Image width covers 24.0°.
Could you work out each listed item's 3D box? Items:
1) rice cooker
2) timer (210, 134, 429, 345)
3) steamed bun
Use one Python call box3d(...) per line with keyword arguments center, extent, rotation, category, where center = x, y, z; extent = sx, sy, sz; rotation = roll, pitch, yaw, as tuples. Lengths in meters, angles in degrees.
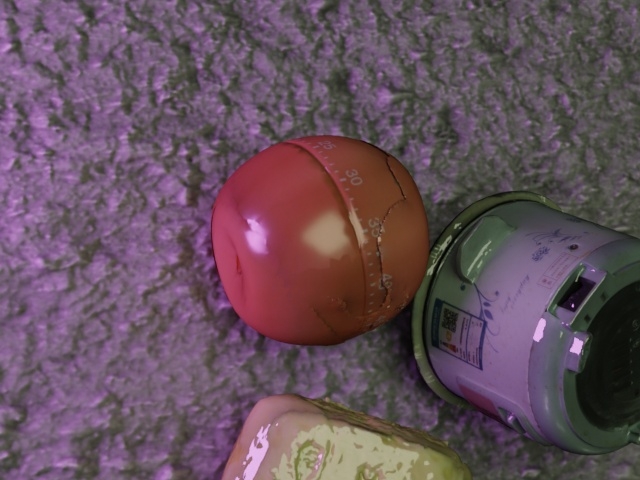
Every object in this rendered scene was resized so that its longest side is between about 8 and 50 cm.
box3d(center=(0.251, 0.088, 1.679), extent=(0.316, 0.316, 0.264), rotation=(37, 81, -8), category="rice cooker")
box3d(center=(0.000, 0.000, 1.638), extent=(0.215, 0.229, 0.230), rotation=(-15, 83, -19), category="timer")
box3d(center=(0.010, 0.291, 1.615), extent=(0.273, 0.166, 0.232), rotation=(17, 85, -9), category="steamed bun")
